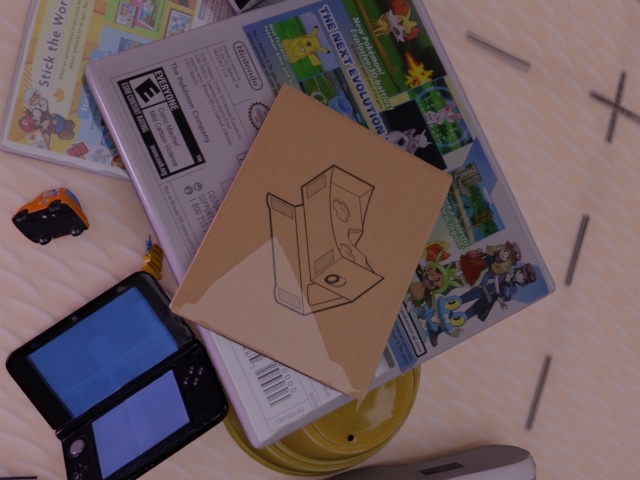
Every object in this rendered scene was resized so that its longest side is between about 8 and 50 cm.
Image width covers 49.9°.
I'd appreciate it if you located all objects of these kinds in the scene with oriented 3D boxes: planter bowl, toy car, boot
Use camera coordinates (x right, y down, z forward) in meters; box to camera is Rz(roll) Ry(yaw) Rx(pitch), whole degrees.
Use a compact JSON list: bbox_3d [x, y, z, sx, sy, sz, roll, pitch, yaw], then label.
[{"bbox_3d":[0.017,0.128,0.633,0.217,0.090,0.217,-2,95,-20],"label":"planter bowl"},{"bbox_3d":[-0.193,-0.004,0.582,0.122,0.060,0.040,41,34,-35],"label":"toy car"},{"bbox_3d":[0.100,0.285,0.667,0.259,0.095,0.123,-5,90,-16],"label":"boot"}]

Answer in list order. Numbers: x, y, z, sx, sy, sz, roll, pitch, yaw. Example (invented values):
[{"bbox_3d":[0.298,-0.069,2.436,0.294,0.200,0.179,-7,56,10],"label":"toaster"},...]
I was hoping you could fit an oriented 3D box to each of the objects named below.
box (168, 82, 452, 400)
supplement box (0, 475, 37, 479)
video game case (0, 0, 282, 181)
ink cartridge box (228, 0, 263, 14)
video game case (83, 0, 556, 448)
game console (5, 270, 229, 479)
[{"bbox_3d":[0.000,0.000,0.542,0.165,0.021,0.201,27,75,-10],"label":"box"},{"bbox_3d":[-0.256,0.242,0.539,0.056,0.083,0.083,5,93,-22],"label":"supplement box"},{"bbox_3d":[-0.140,-0.160,0.587,0.207,0.026,0.226,13,90,-21],"label":"video game case"},{"bbox_3d":[0.014,-0.355,0.596,0.333,0.065,0.165,-41,103,-19],"label":"ink cartridge box"},{"bbox_3d":[0.010,-0.044,0.582,0.300,0.036,0.328,-24,88,-17],"label":"video game case"},{"bbox_3d":[-0.166,0.118,0.553,0.144,0.124,0.085,-34,131,-2],"label":"game console"}]
